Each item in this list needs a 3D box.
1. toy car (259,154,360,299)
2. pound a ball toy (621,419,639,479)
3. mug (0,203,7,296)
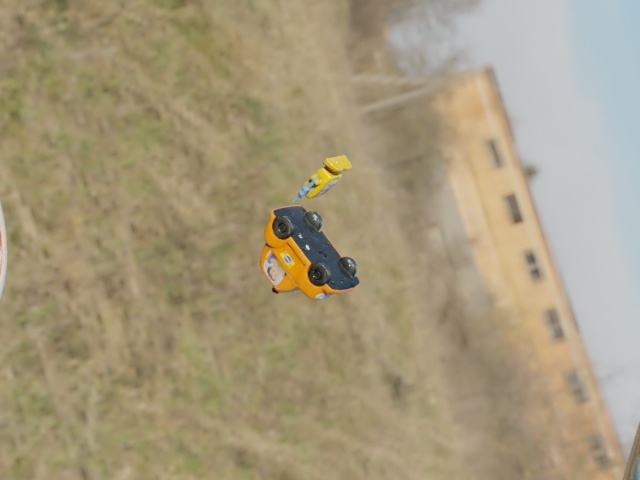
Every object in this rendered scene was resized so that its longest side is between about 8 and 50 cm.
[{"bbox_3d":[0.000,0.000,0.929,0.060,0.040,0.122,45,26,-1],"label":"toy car"},{"bbox_3d":[0.196,0.183,0.977,0.208,0.136,0.319,-122,-146,-48],"label":"pound a ball toy"},{"bbox_3d":[-0.262,-0.013,0.892,0.113,0.169,0.150,-2,86,-77],"label":"mug"}]
